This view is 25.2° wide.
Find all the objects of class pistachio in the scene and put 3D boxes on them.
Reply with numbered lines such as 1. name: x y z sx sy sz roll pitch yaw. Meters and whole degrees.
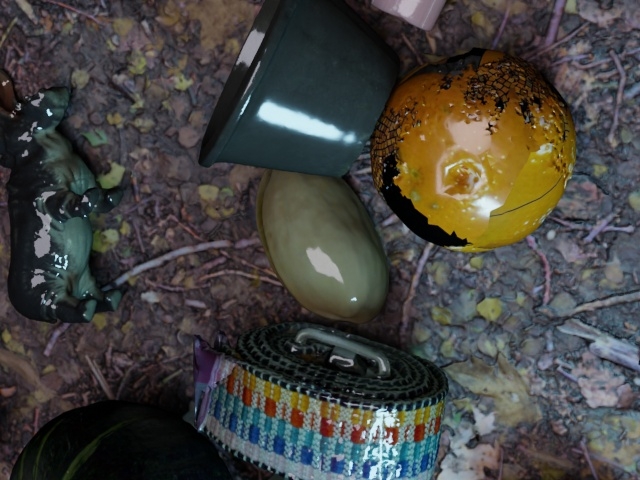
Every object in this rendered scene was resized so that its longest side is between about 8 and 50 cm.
1. pistachio: 0.000 0.000 1.711 0.136 0.136 0.226 -30 84 19

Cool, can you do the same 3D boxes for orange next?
1. orange: 0.171 -0.099 1.612 0.234 0.182 0.234 2 107 6

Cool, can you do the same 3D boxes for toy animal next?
1. toy animal: -0.340 -0.063 1.805 0.168 0.106 0.343 -11 91 25

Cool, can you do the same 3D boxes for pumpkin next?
1. pumpkin: -0.246 0.351 1.758 0.323 0.241 0.323 18 116 43

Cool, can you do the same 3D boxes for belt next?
1. belt: 0.008 0.182 1.699 0.295 0.207 0.160 19 110 28

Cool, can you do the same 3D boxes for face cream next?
1. face cream: 0.131 -0.344 1.635 0.084 0.057 0.198 28 109 10

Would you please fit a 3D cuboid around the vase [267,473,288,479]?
1. vase: 0.064 0.427 1.758 0.165 0.165 0.360 -40 91 19

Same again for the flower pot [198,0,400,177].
1. flower pot: -0.014 -0.177 1.631 0.166 0.269 0.269 24 107 -11

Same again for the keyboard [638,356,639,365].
1. keyboard: 0.474 0.148 1.651 0.204 0.013 0.061 18 105 12

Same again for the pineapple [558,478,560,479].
1. pineapple: 0.293 0.381 1.713 0.225 0.076 0.225 2 104 8
